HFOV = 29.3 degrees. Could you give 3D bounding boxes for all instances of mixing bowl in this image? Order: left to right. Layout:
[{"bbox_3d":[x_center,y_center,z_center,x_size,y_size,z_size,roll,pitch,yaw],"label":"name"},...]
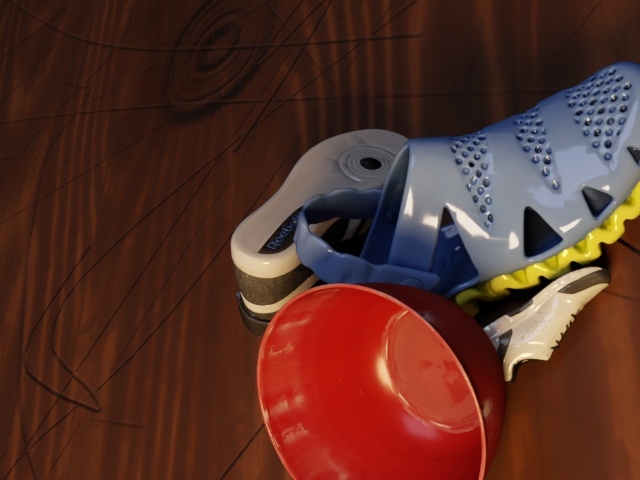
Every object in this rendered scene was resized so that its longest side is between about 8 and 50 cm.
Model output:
[{"bbox_3d":[0.057,0.102,0.826,0.181,0.181,0.098,-12,8,41],"label":"mixing bowl"}]

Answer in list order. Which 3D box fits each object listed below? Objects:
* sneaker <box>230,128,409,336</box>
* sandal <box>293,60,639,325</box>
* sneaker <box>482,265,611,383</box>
[{"bbox_3d":[0.000,0.000,1.023,0.079,0.121,0.217,27,46,26],"label":"sneaker"},{"bbox_3d":[0.104,-0.025,0.878,0.317,0.138,0.126,-37,30,15],"label":"sandal"},{"bbox_3d":[0.158,0.058,0.844,0.109,0.040,0.044,-37,67,11],"label":"sneaker"}]
